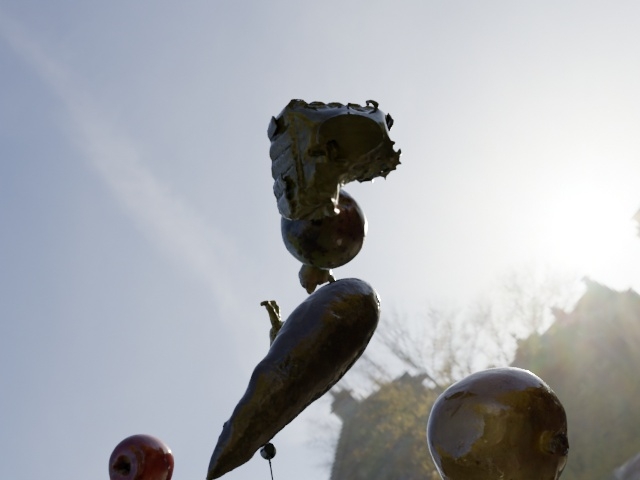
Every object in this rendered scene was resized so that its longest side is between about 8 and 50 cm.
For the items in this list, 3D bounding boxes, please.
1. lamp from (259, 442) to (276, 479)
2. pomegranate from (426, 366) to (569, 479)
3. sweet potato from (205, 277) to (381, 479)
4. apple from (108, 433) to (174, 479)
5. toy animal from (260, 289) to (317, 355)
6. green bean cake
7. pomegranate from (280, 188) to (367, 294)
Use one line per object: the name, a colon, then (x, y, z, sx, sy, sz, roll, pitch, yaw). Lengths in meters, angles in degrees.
lamp: (-0.090, 0.431, 1.649, 0.041, 0.121, 0.054, -5, -24, -9)
pomegranate: (0.388, 0.417, 1.892, 0.319, 0.319, 0.319, -31, -33, -23)
sweet potato: (-0.028, 0.188, 1.330, 0.422, 0.131, 0.130, -48, -23, -38)
apple: (-0.487, 0.621, 2.428, 0.181, 0.181, 0.168, -51, -40, 10)
toy animal: (-0.035, 0.178, 1.836, 0.182, 0.136, 0.073, -12, -7, -4)
green bean cake: (0.045, -0.192, 2.090, 0.310, 0.284, 0.202, -5, -16, -20)
pomegranate: (0.001, -0.015, 2.356, 0.242, 0.242, 0.306, -30, -21, -25)
